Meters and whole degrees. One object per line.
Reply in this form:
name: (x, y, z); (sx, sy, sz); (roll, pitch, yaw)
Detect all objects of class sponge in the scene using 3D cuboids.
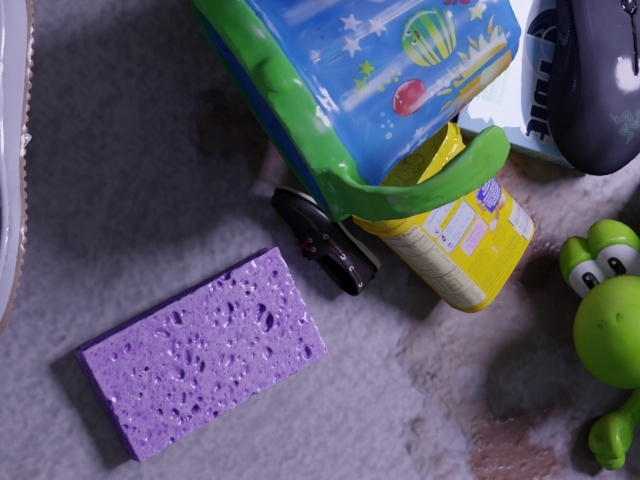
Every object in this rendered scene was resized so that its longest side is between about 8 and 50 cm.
sponge: (-0.107, 0.103, 1.332); (0.210, 0.031, 0.117); (-29, 102, -20)

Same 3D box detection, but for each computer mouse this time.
computer mouse: (0.284, -0.201, 1.426); (0.188, 0.072, 0.272); (0, 89, -25)

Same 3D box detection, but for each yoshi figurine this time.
yoshi figurine: (0.361, 0.147, 1.450); (0.203, 0.203, 0.362); (-45, 104, -9)

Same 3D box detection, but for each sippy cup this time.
sippy cup: (0.042, -0.170, 1.251); (0.224, 0.240, 0.305); (-33, 91, -2)

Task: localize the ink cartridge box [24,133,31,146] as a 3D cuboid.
ink cartridge box: (-0.409, -0.088, 1.150); (0.289, 0.121, 0.211); (39, 76, -19)

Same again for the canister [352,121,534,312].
canister: (0.120, -0.023, 1.380); (0.170, 0.073, 0.126); (43, 75, -37)

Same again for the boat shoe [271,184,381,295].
boat shoe: (0.001, 0.000, 1.366); (0.133, 0.049, 0.042); (44, 67, -22)

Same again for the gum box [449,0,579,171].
gum box: (0.222, -0.164, 1.462); (0.184, 0.041, 0.157); (14, 84, -22)

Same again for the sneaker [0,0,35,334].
sneaker: (-0.301, -0.062, 1.075); (0.153, 0.099, 0.282); (6, 81, -30)
